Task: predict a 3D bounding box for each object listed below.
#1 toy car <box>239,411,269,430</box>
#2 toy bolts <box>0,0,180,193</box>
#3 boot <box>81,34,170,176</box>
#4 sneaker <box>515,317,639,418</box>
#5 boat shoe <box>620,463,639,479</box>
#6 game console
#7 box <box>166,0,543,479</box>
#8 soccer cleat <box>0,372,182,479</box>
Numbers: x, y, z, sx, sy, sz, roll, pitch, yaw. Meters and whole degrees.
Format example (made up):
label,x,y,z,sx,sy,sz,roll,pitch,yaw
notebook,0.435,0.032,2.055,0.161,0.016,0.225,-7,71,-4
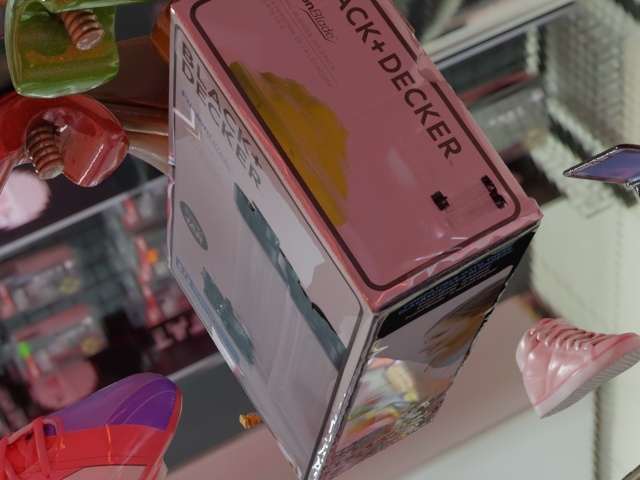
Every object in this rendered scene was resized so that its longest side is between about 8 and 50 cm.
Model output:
label,x,y,z,sx,sy,sz,roll,pitch,yaw
toy car,-0.050,0.163,1.626,0.122,0.040,0.060,174,89,-72
toy bolts,-0.145,-0.148,0.966,0.228,0.218,0.158,-46,64,45
boot,-0.053,-0.024,1.103,0.109,0.283,0.220,-71,-19,-48
sneaker,0.195,0.084,1.239,0.134,0.051,0.070,-47,61,55
boat shoe,0.267,0.216,1.145,0.120,0.122,0.324,-67,0,-63
game console,0.328,-0.043,1.601,0.124,0.085,0.144,63,162,1
box,0.000,0.000,0.790,0.169,0.087,0.290,57,163,16
soccer cleat,-0.178,0.145,0.829,0.095,0.248,0.083,43,-165,-23
